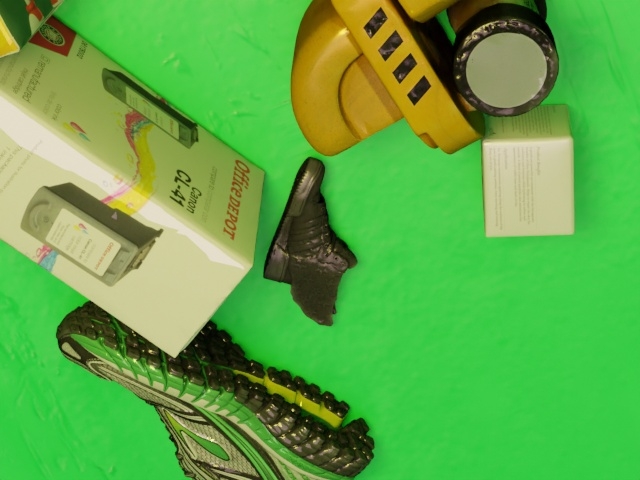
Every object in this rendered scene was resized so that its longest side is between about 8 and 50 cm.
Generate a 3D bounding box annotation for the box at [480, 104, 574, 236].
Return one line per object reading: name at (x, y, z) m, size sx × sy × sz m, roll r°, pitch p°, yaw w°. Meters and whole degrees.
box at (0.198, -0.068, 1.908) m, size 0.087 × 0.102 × 0.101 m, roll -2°, pitch 113°, yaw 5°

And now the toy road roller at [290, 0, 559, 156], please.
toy road roller at (0.052, -0.223, 1.788) m, size 0.240 × 0.202 × 0.329 m, roll -29°, pitch 111°, yaw 14°

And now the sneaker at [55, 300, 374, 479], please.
sneaker at (-0.122, 0.179, 2.013) m, size 0.343 × 0.134 × 0.146 m, roll 33°, pitch 112°, yaw -13°

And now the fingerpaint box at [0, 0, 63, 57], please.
fingerpaint box at (-0.502, -0.289, 1.760) m, size 0.444 × 0.163 × 0.371 m, roll -18°, pitch 113°, yaw 24°

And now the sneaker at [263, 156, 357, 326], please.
sneaker at (0.000, 0.001, 1.977) m, size 0.089 × 0.051 × 0.170 m, roll 18°, pitch 118°, yaw -6°

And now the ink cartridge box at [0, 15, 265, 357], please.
ink cartridge box at (-0.211, -0.065, 1.857) m, size 0.306 × 0.226 × 0.131 m, roll 34°, pitch 112°, yaw -14°
